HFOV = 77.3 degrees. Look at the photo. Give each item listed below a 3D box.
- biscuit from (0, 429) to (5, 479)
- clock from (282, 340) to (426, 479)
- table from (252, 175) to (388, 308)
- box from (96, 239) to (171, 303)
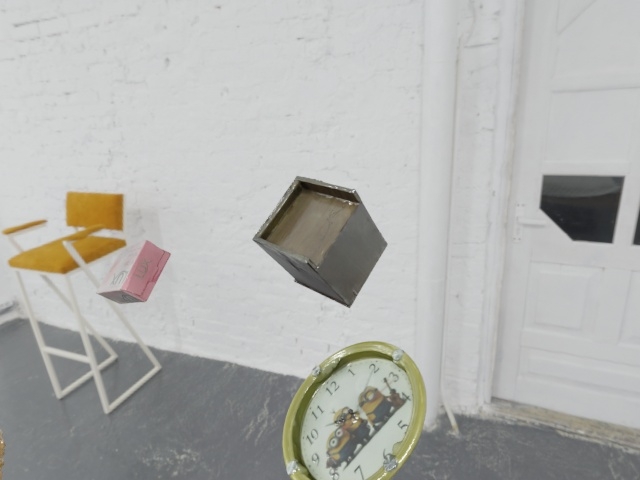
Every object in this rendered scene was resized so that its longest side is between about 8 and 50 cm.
[{"bbox_3d":[-0.551,0.309,0.499,0.254,0.035,0.253,15,51,-20],"label":"biscuit"},{"bbox_3d":[0.051,0.255,0.575,0.237,0.057,0.237,-30,29,19],"label":"clock"},{"bbox_3d":[0.000,0.000,0.821,0.173,0.193,0.169,20,71,39],"label":"table"},{"bbox_3d":[-0.371,0.066,0.793,0.156,0.060,0.111,-14,50,45],"label":"box"}]
